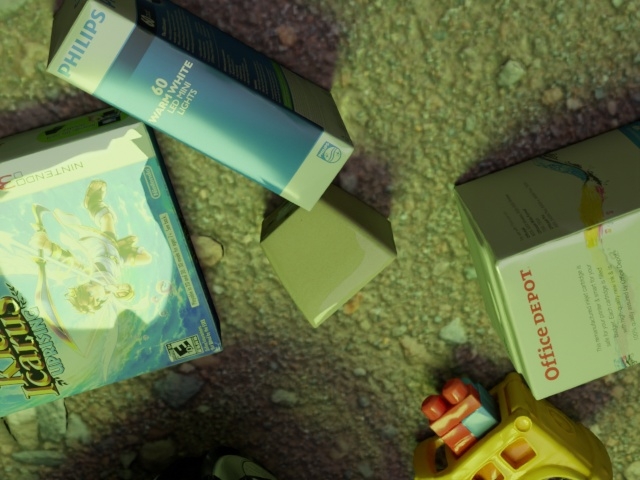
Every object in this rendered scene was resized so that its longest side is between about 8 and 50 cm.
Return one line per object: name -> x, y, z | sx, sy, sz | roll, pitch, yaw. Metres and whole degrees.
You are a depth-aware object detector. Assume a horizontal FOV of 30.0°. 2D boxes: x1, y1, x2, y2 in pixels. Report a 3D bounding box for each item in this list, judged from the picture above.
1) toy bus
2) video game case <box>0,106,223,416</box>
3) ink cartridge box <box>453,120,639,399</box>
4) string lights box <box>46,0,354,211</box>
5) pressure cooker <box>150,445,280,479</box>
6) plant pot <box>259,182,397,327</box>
toy bus -> 0.175, 0.251, 1.318 | 0.211, 0.149, 0.220 | 43, 107, -13
video game case -> -0.248, 0.024, 1.156 | 0.244, 0.061, 0.269 | -16, 120, 0
ink cartridge box -> 0.275, 0.012, 1.182 | 0.233, 0.168, 0.171 | -20, 119, 0
string lights box -> -0.105, -0.139, 1.053 | 0.260, 0.133, 0.076 | 27, 111, -22
pressure cooker -> -0.104, 0.422, 1.209 | 0.420, 0.370, 0.375 | -38, 82, 8
plant pot -> 0.000, 0.000, 1.169 | 0.109, 0.109, 0.096 | -42, 104, 13
